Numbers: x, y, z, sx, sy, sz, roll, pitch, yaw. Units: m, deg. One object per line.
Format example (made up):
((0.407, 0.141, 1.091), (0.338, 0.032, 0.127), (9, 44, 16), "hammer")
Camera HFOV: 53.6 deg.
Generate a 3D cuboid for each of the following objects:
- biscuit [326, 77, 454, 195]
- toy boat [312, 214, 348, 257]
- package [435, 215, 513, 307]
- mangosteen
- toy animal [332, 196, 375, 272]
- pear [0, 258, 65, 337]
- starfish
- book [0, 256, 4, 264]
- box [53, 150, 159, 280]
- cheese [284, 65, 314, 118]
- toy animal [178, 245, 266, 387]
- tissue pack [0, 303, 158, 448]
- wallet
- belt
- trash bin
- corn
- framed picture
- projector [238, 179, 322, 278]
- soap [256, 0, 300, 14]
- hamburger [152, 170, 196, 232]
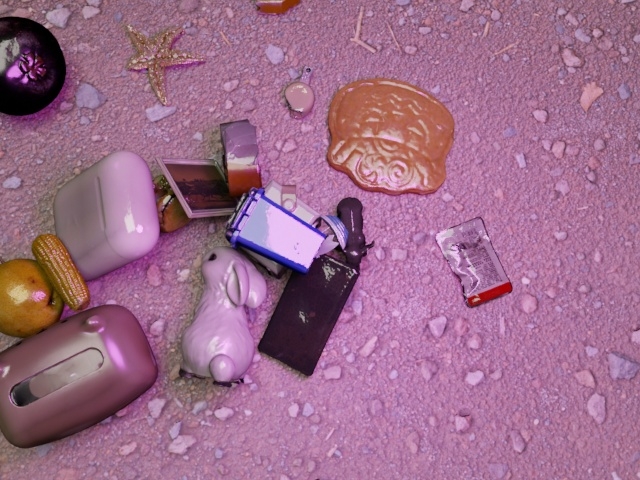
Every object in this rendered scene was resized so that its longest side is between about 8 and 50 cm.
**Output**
((0.208, -0.316, 1.897), (0.385, 0.062, 0.365), (11, 75, 0), "biscuit")
((0.012, 0.002, 1.670), (0.105, 0.034, 0.149), (32, 77, 12), "toy boat")
((0.443, 0.061, 1.821), (0.154, 0.030, 0.239), (-20, 77, -9), "package")
((-0.881, -0.499, 1.812), (0.302, 0.275, 0.275), (16, 70, 39), "mangosteen")
((0.079, -0.007, 1.760), (0.114, 0.146, 0.245), (-13, 77, -8), "toy animal")
((-0.760, 0.151, 1.634), (0.208, 0.209, 0.209), (1, 74, -3), "pear")
((-0.476, -0.557, 1.934), (0.231, 0.048, 0.295), (-23, 78, -9), "starfish")
((-1.001, 0.083, 1.740), (0.232, 0.022, 0.162), (-35, 79, -12), "book")
((-0.570, -0.060, 1.672), (0.349, 0.141, 0.289), (-22, 72, 34), "box")
((-0.064, -0.454, 1.927), (0.092, 0.047, 0.171), (-1, 75, -6), "cheese")
((-0.249, 0.190, 1.641), (0.194, 0.258, 0.357), (14, 80, -34), "toy animal")
((-0.614, 0.332, 1.564), (0.387, 0.277, 0.267), (-26, 80, -9), "tissue pack")
((-0.032, 0.188, 1.703), (0.170, 0.044, 0.321), (26, 93, 13), "wallet")
((-0.224, -0.235, 1.774), (0.105, 0.184, 0.261), (-7, 39, -7), "belt")
((-0.110, -0.016, 1.583), (0.234, 0.184, 0.162), (29, 83, -1), "trash bin")
((-0.650, 0.079, 1.598), (0.080, 0.080, 0.231), (-36, 72, -12), "corn")
((-0.321, -0.150, 1.746), (0.014, 0.252, 0.197), (-38, 77, 27), "framed picture")
((-0.116, -0.037, 1.751), (0.177, 0.163, 0.242), (35, 78, 5), "projector")
((-0.132, -0.837, 2.017), (0.140, 0.073, 0.232), (1, 75, 2), "soap")
((-0.424, -0.116, 1.746), (0.131, 0.185, 0.159), (36, 41, 20), "hamburger")
